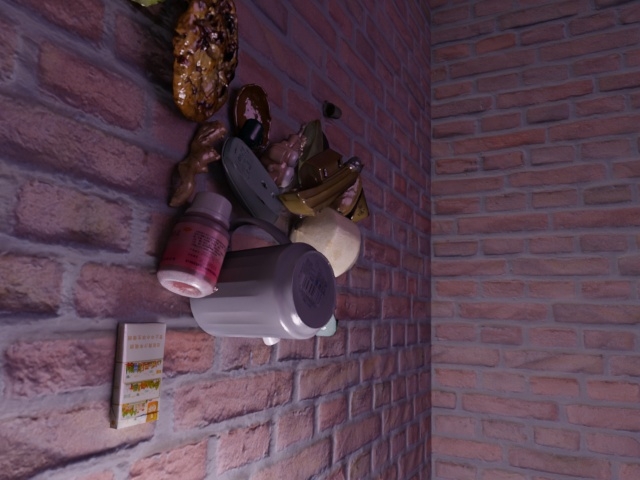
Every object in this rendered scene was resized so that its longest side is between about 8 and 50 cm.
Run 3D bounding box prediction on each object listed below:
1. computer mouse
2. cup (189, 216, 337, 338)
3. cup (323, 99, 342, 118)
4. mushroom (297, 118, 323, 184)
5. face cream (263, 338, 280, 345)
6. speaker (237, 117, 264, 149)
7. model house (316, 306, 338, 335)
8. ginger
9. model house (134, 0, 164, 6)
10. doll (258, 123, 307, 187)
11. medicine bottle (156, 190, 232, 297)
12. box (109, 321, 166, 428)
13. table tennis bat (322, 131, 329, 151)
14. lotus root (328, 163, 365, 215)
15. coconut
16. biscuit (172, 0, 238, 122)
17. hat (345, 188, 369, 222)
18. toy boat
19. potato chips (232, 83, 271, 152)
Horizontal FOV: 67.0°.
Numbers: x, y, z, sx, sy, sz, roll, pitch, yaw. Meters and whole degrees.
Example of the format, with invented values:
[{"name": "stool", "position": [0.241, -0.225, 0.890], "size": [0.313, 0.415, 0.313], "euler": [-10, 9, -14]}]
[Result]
[{"name": "computer mouse", "position": [-0.213, -0.162, 1.418], "size": [0.288, 0.097, 0.160], "euler": [52, 29, -35]}, {"name": "cup", "position": [-0.147, 0.093, 1.257], "size": [0.236, 0.326, 0.323], "euler": [-1, 85, -55]}, {"name": "cup", "position": [0.044, -0.537, 1.998], "size": [0.055, 0.075, 0.083], "euler": [-59, 160, 15]}, {"name": "mushroom", "position": [-0.034, -0.282, 1.774], "size": [0.107, 0.087, 0.334], "euler": [2, 83, -47]}, {"name": "face cream", "position": [-0.185, 0.210, 1.489], "size": [0.092, 0.058, 0.244], "euler": [-39, 117, -50]}, {"name": "speaker", "position": [-0.204, -0.309, 1.431], "size": [0.094, 0.060, 0.075], "euler": [97, 19, -69]}, {"name": "model house", "position": [0.018, 0.258, 1.814], "size": [0.149, 0.119, 0.148], "euler": [-66, 143, -53]}, {"name": "ginger", "position": [-0.315, -0.205, 1.256], "size": [0.089, 0.075, 0.288], "euler": [31, 56, -26]}, {"name": "model house", "position": [-0.373, -0.675, 1.084], "size": [0.194, 0.170, 0.212], "euler": [53, 43, -43]}, {"name": "doll", "position": [-0.113, -0.280, 1.588], "size": [0.278, 0.119, 0.154], "euler": [-60, 173, -49]}, {"name": "medicine bottle", "position": [-0.300, 0.007, 1.192], "size": [0.147, 0.147, 0.247], "euler": [48, 46, -50]}, {"name": "box", "position": [-0.405, 0.296, 1.084], "size": [0.122, 0.032, 0.221], "euler": [18, 71, -61]}, {"name": "table tennis bat", "position": [-0.012, -0.297, 1.886], "size": [0.173, 0.022, 0.301], "euler": [39, 54, -53]}, {"name": "lotus root", "position": [0.090, -0.209, 1.952], "size": [0.154, 0.140, 0.257], "euler": [61, 46, -62]}, {"name": "coconut", "position": [0.000, 0.000, 1.664], "size": [0.247, 0.245, 0.245], "euler": [30, 60, -36]}, {"name": "biscuit", "position": [-0.276, -0.466, 1.217], "size": [0.289, 0.081, 0.334], "euler": [-63, 167, -52]}, {"name": "hat", "position": [0.169, -0.122, 2.043], "size": [0.193, 0.082, 0.193], "euler": [-156, -90, -85]}, {"name": "toy boat", "position": [0.008, -0.206, 1.608], "size": [0.445, 0.135, 0.162], "euler": [-44, 125, -53]}, {"name": "potato chips", "position": [-0.213, -0.371, 1.477], "size": [0.150, 0.049, 0.202], "euler": [-25, 110, -40]}]
